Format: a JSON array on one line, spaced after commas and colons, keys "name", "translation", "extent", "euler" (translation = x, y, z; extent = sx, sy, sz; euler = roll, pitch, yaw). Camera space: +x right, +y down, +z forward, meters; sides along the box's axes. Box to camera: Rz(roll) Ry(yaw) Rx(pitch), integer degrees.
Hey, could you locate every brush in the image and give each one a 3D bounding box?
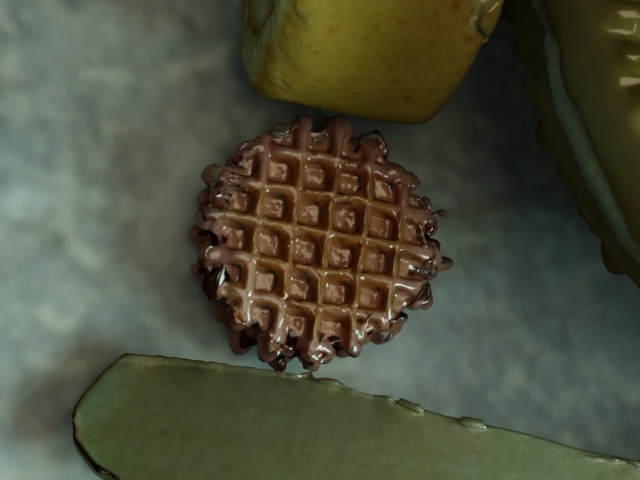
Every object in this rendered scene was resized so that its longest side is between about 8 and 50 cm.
[{"name": "brush", "translation": [0.092, 0.080, 0.532], "extent": [0.336, 0.020, 0.085], "euler": [12, 61, 7]}]

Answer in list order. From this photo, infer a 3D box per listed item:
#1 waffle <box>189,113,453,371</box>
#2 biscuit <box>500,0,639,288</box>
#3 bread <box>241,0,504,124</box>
[{"name": "waffle", "translation": [0.000, 0.000, 0.574], "extent": [0.083, 0.029, 0.075], "euler": [-31, 90, -20]}, {"name": "biscuit", "translation": [0.159, -0.059, 0.581], "extent": [0.259, 0.079, 0.259], "euler": [14, 63, -30]}, {"name": "bread", "translation": [0.015, -0.115, 0.553], "extent": [0.073, 0.122, 0.149], "euler": [8, 75, -14]}]
